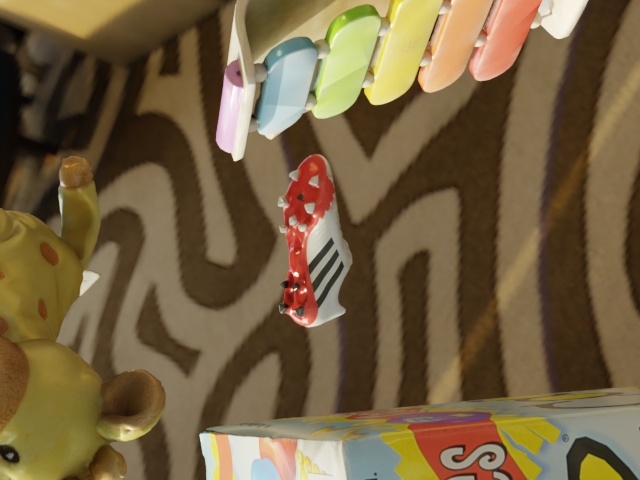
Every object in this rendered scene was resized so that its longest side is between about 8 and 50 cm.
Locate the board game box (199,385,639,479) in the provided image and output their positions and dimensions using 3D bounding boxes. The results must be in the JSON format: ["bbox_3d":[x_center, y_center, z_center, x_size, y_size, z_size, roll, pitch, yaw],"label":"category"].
[{"bbox_3d":[0.117,0.116,0.443,0.142,0.275,0.144,161,105,-71],"label":"board game box"}]

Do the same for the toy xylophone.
[{"bbox_3d":[0.057,-0.155,1.106,0.081,0.322,0.236,62,170,20],"label":"toy xylophone"}]

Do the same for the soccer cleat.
[{"bbox_3d":[0.000,0.000,0.683,0.029,0.035,0.083,13,104,49],"label":"soccer cleat"}]

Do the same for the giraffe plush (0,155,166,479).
[{"bbox_3d":[-0.169,0.063,0.675,0.181,0.210,0.170,-60,43,31],"label":"giraffe plush"}]
